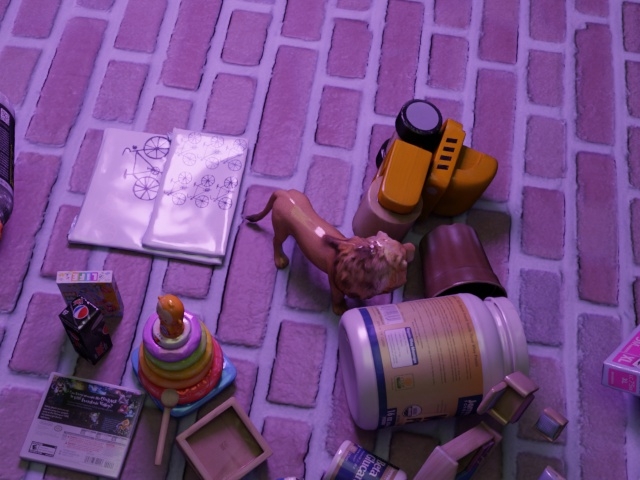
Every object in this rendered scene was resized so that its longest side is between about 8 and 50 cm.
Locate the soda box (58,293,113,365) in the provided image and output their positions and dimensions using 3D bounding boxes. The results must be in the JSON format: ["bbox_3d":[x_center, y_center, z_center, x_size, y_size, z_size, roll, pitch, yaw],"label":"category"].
[{"bbox_3d":[-0.443,0.171,1.733,0.053,0.169,0.060,33,64,15],"label":"soda box"}]

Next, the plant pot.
[{"bbox_3d":[0.274,0.065,1.844,0.167,0.167,0.165,-6,53,-6],"label":"plant pot"}]

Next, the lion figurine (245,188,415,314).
[{"bbox_3d":[0.000,0.000,1.814,0.392,0.240,0.142,32,63,16],"label":"lion figurine"}]

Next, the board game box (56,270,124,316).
[{"bbox_3d":[-0.446,0.106,1.780,0.103,0.154,0.026,-1,60,-3],"label":"board game box"}]

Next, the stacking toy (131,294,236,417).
[{"bbox_3d":[-0.262,0.183,1.658,0.166,0.302,0.175,-33,67,-20],"label":"stacking toy"}]

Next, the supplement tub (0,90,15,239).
[{"bbox_3d":[-0.740,-0.150,1.886,0.207,0.207,0.338,-7,60,-7],"label":"supplement tub"}]

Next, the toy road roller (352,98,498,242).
[{"bbox_3d":[0.228,-0.114,1.921,0.241,0.202,0.329,23,59,-2],"label":"toy road roller"}]

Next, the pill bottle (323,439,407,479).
[{"bbox_3d":[0.098,0.440,1.645,0.169,0.094,0.094,26,62,12],"label":"pill bottle"}]

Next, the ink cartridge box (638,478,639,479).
[{"bbox_3d":[0.733,0.537,1.546,0.285,0.166,0.395,-17,61,-30],"label":"ink cartridge box"}]

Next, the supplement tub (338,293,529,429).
[{"bbox_3d":[0.206,0.220,1.701,0.316,0.228,0.228,-7,60,-7],"label":"supplement tub"}]

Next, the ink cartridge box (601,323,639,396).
[{"bbox_3d":[0.709,0.250,1.695,0.311,0.065,0.186,17,32,37],"label":"ink cartridge box"}]

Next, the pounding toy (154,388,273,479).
[{"bbox_3d":[-0.223,0.358,1.656,0.181,0.094,0.206,-34,85,-19],"label":"pounding toy"}]

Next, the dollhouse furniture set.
[{"bbox_3d":[0.339,0.434,1.516,0.303,0.286,0.198,40,23,24],"label":"dollhouse furniture set"}]

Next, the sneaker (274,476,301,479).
[{"bbox_3d":[-0.093,0.577,1.556,0.147,0.130,0.330,-8,62,16],"label":"sneaker"}]

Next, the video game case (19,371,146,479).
[{"bbox_3d":[-0.444,0.347,1.716,0.190,0.022,0.173,11,60,5],"label":"video game case"}]

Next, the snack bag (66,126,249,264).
[{"bbox_3d":[-0.347,-0.113,1.982,0.343,0.037,0.323,8,60,2],"label":"snack bag"}]
